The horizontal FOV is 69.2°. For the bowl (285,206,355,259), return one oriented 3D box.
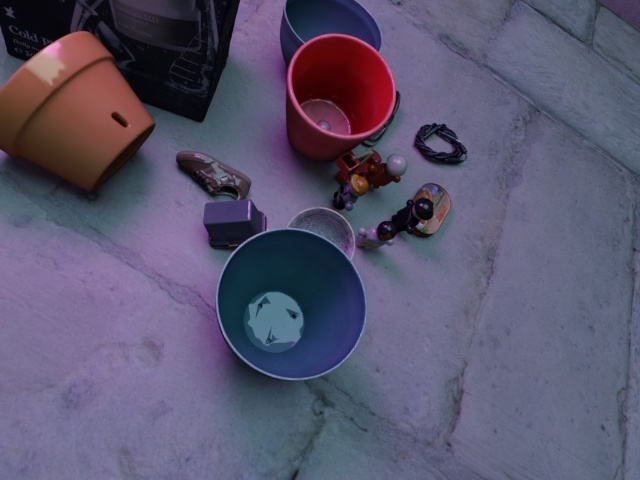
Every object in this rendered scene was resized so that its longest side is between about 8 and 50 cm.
[{"bbox_3d":[0.000,0.000,1.111,0.170,0.170,0.080,37,13,-2],"label":"bowl"}]

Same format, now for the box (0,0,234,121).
[{"bbox_3d":[-0.422,-0.585,1.017,0.479,0.472,0.298,17,59,-14],"label":"box"}]

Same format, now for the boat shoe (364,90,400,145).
[{"bbox_3d":[0.183,-0.380,1.404,0.080,0.073,0.224,34,56,-4],"label":"boat shoe"}]

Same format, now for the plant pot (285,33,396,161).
[{"bbox_3d":[0.028,-0.337,1.192,0.274,0.243,0.275,3,76,-13],"label":"plant pot"}]

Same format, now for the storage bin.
[{"bbox_3d":[-0.196,-0.038,1.029,0.135,0.091,0.098,-4,64,6],"label":"storage bin"}]

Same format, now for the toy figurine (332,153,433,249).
[{"bbox_3d":[0.160,-0.096,1.187,0.209,0.148,0.213,-28,89,-32],"label":"toy figurine"}]

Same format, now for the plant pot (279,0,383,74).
[{"bbox_3d":[0.008,-0.553,1.346,0.292,0.196,0.293,9,62,-18],"label":"plant pot"}]

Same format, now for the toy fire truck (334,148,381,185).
[{"bbox_3d":[0.104,-0.207,1.245,0.192,0.135,0.047,-33,80,-32],"label":"toy fire truck"}]

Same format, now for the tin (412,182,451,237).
[{"bbox_3d":[0.308,-0.087,1.330,0.106,0.040,0.190,36,56,3],"label":"tin"}]

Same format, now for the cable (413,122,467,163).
[{"bbox_3d":[0.377,-0.313,1.468,0.184,0.047,0.151,0,65,-22],"label":"cable"}]

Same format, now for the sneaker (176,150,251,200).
[{"bbox_3d":[-0.260,-0.151,1.105,0.188,0.066,0.071,21,59,-11],"label":"sneaker"}]

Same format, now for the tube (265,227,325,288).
[{"bbox_3d":[-0.040,0.063,1.059,0.240,0.062,0.070,25,55,7],"label":"tube"}]

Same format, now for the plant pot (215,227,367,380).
[{"bbox_3d":[-0.075,0.144,0.947,0.290,0.195,0.290,7,67,-16],"label":"plant pot"}]

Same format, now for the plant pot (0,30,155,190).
[{"bbox_3d":[-0.484,-0.239,0.947,0.203,0.290,0.291,44,55,-17],"label":"plant pot"}]
